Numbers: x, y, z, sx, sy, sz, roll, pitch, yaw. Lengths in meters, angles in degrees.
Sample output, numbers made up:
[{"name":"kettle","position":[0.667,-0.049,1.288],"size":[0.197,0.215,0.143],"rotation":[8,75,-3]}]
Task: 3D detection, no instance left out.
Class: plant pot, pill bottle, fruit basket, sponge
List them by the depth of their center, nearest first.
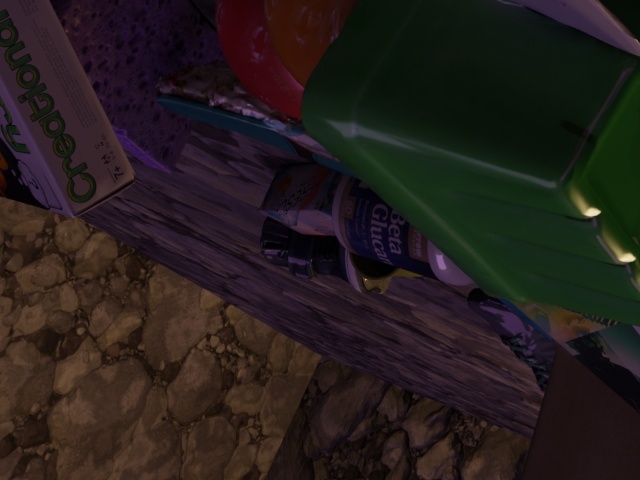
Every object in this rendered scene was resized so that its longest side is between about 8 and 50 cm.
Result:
[{"name":"fruit basket","position":[0.043,-0.110,0.618],"size":[0.353,0.165,0.327],"rotation":[38,-179,37]},{"name":"sponge","position":[-0.140,-0.139,0.928],"size":[0.031,0.117,0.210],"rotation":[23,172,24]},{"name":"pill bottle","position":[0.100,-0.015,1.076],"size":[0.169,0.094,0.094],"rotation":[17,168,41]},{"name":"plant pot","position":[0.332,0.239,1.248],"size":[0.334,0.305,0.334],"rotation":[24,172,4]},{"name":"plant pot","position":[0.087,0.008,1.349],"size":[0.083,0.083,0.079],"rotation":[17,-179,42]}]

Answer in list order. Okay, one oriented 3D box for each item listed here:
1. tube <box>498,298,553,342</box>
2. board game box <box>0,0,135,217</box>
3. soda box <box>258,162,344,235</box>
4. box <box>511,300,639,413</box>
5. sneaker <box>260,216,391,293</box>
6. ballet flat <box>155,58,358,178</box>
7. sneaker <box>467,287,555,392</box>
[{"name":"tube","position":[0.269,0.094,1.434],"size":[0.207,0.052,0.080],"rotation":[33,166,-13]},{"name":"board game box","position":[-0.236,-0.164,0.766],"size":[0.193,0.053,0.305],"rotation":[12,132,55]},{"name":"soda box","position":[0.000,-0.042,1.315],"size":[0.063,0.058,0.183],"rotation":[28,170,-20]},{"name":"box","position":[0.314,0.110,0.989],"size":[0.322,0.058,0.232],"rotation":[42,163,0]},{"name":"sneaker","position":[-0.001,0.002,1.489],"size":[0.163,0.086,0.226],"rotation":[21,172,11]},{"name":"ballet flat","position":[-0.002,-0.096,0.927],"size":[0.241,0.077,0.091],"rotation":[21,174,10]},{"name":"sneaker","position":[0.267,0.137,1.507],"size":[0.224,0.098,0.083],"rotation":[26,171,-7]}]
